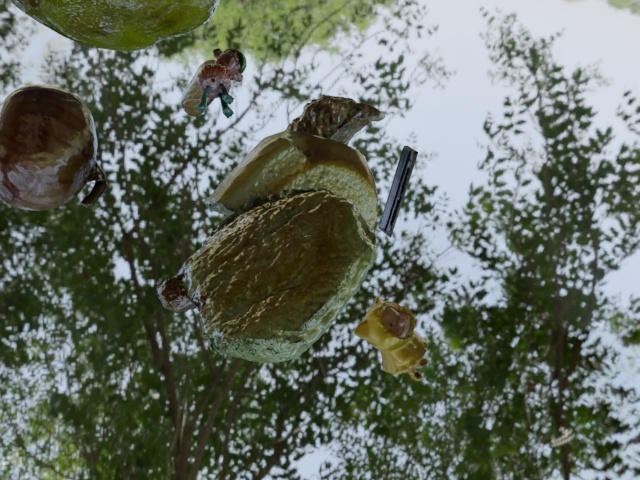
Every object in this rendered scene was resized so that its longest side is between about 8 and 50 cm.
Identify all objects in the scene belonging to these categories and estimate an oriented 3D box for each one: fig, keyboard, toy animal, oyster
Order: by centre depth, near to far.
[{"bbox_3d":[-0.516,-0.168,1.205,0.215,0.235,0.235,-9,-146,-38],"label":"fig"},{"bbox_3d":[-0.209,-0.323,1.333,0.100,0.103,0.208,32,-146,-26],"label":"toy animal"},{"bbox_3d":[0.195,0.260,1.679,0.229,0.156,0.156,53,-156,-13],"label":"toy animal"},{"bbox_3d":[0.213,-0.136,1.793,0.017,0.250,0.087,9,-163,-21],"label":"keyboard"},{"bbox_3d":[-0.008,-0.325,1.879,0.111,0.396,0.204,2,-122,-60],"label":"oyster"}]

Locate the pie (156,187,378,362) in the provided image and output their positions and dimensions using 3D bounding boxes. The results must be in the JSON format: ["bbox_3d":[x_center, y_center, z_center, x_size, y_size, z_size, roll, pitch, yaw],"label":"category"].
[{"bbox_3d":[-0.082,0.066,1.250,0.395,0.180,0.418,-46,-146,-22],"label":"pie"}]

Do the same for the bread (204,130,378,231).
[{"bbox_3d":[-0.059,-0.136,1.583,0.395,0.263,0.239,21,178,-33],"label":"bread"}]

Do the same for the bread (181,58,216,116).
[{"bbox_3d":[-0.280,-0.369,1.566,0.073,0.214,0.053,31,-122,-15],"label":"bread"}]

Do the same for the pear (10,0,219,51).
[{"bbox_3d":[-0.239,-0.341,0.666,0.269,0.269,0.321,40,174,42],"label":"pear"}]
